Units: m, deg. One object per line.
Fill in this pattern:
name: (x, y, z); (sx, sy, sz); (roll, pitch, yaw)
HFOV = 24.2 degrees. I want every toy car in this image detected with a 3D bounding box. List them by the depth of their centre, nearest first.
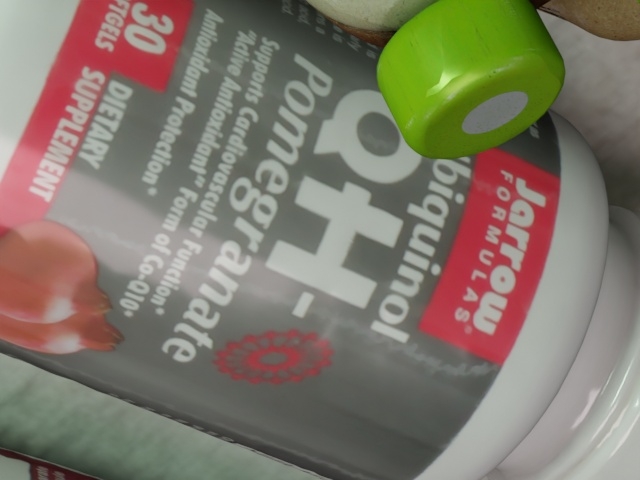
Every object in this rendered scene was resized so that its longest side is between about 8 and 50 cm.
toy car: (0.081, -0.104, 0.506); (0.149, 0.155, 0.188); (-31, 156, 16)

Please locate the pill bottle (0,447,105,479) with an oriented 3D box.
pill bottle: (-0.190, 0.212, 0.744); (0.392, 0.224, 0.224); (20, 127, -15)

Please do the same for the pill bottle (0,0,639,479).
pill bottle: (0.000, 0.000, 0.594); (0.318, 0.176, 0.176); (24, 126, -18)
